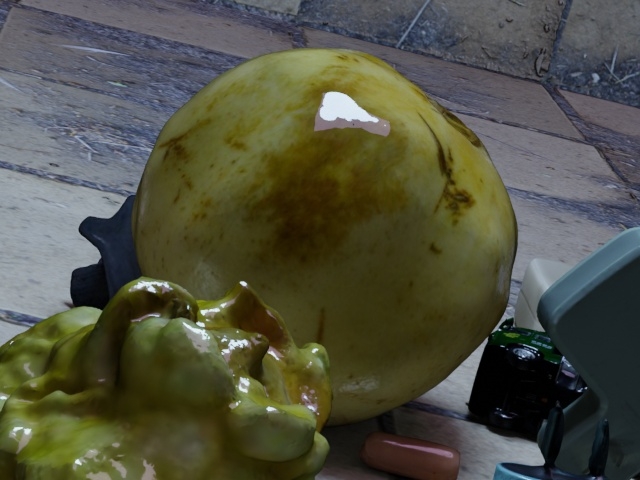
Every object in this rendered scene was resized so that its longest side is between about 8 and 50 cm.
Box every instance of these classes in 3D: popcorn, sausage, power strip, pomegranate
[{"bbox_3d":[-0.105,0.138,1.218,0.215,0.252,0.286,53,4,-24],"label":"popcorn"},{"bbox_3d":[0.073,0.177,1.579,0.083,0.034,0.034,13,15,-4],"label":"sausage"},{"bbox_3d":[0.273,0.137,1.625,0.265,0.193,0.059,49,8,-18],"label":"power strip"},{"bbox_3d":[0.000,0.000,1.642,0.332,0.333,0.332,14,15,-4],"label":"pomegranate"}]

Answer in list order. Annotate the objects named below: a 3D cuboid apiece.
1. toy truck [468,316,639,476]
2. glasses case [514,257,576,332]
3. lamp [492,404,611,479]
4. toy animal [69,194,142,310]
[{"bbox_3d":[0.269,0.151,1.763,0.259,0.088,0.121,19,16,10],"label":"toy truck"},{"bbox_3d":[0.378,0.105,2.051,0.336,0.076,0.144,13,16,-5],"label":"glasses case"},{"bbox_3d":[0.167,0.226,1.264,0.209,0.147,0.284,14,23,-10],"label":"lamp"},{"bbox_3d":[-0.153,0.046,1.801,0.117,0.121,0.210,-26,-18,18],"label":"toy animal"}]
